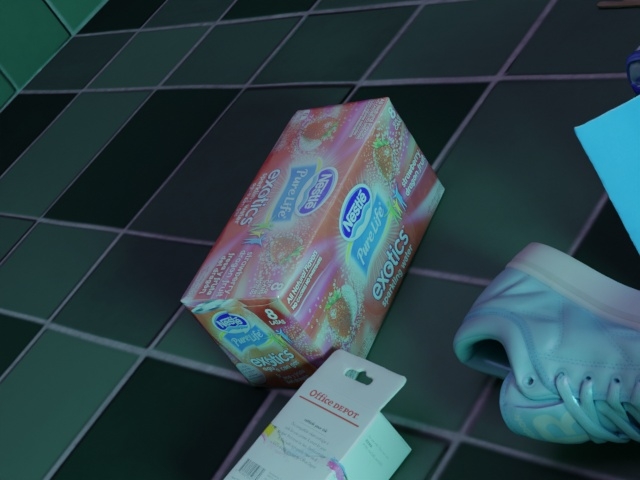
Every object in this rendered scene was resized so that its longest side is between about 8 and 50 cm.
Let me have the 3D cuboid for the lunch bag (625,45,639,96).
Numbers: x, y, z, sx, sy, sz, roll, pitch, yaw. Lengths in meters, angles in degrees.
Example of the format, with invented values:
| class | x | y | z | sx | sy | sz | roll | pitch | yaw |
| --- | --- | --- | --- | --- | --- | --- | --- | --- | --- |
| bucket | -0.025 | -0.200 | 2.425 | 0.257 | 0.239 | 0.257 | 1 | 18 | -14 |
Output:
| class | x | y | z | sx | sy | sz | roll | pitch | yaw |
| --- | --- | --- | --- | --- | --- | --- | --- | --- | --- |
| lunch bag | 0.392 | -0.125 | 1.003 | 0.090 | 0.176 | 0.219 | -49 | 36 | -19 |

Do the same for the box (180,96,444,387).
| class | x | y | z | sx | sy | sz | roll | pitch | yaw |
| --- | --- | --- | --- | --- | --- | --- | --- | --- | --- |
| box | 0.000 | 0.000 | 1.226 | 0.142 | 0.154 | 0.300 | -5 | 43 | 39 |

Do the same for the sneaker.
| class | x | y | z | sx | sy | sz | roll | pitch | yaw |
| --- | --- | --- | --- | --- | --- | --- | --- | --- | --- |
| sneaker | 0.232 | 0.123 | 0.896 | 0.150 | 0.135 | 0.366 | -45 | 24 | -6 |

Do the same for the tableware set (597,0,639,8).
| class | x | y | z | sx | sy | sz | roll | pitch | yaw |
| --- | --- | --- | --- | --- | --- | --- | --- | --- | --- |
| tableware set | 0.438 | -0.340 | 1.356 | 0.194 | 0.039 | 0.128 | 11 | 55 | 49 |

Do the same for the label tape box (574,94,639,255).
| class | x | y | z | sx | sy | sz | roll | pitch | yaw |
| --- | --- | --- | --- | --- | --- | --- | --- | --- | --- |
| label tape box | 0.402 | -0.057 | 0.853 | 0.334 | 0.240 | 0.106 | -28 | 35 | 13 |

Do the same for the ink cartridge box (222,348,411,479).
| class | x | y | z | sx | sy | sz | roll | pitch | yaw |
| --- | --- | --- | --- | --- | --- | --- | --- | --- | --- |
| ink cartridge box | 0.001 | 0.205 | 1.046 | 0.198 | 0.067 | 0.115 | -49 | 35 | -16 |
